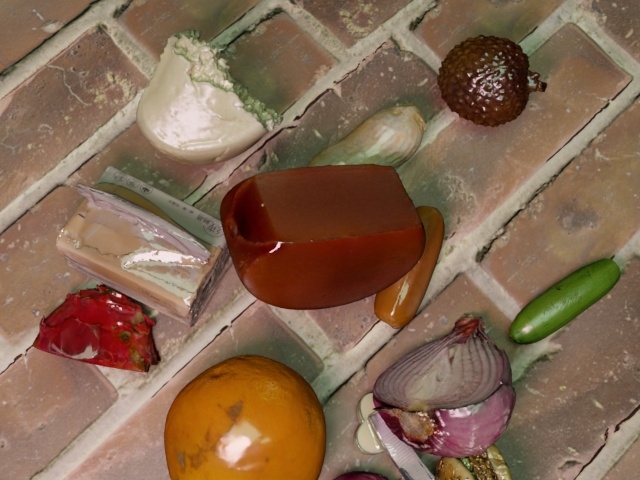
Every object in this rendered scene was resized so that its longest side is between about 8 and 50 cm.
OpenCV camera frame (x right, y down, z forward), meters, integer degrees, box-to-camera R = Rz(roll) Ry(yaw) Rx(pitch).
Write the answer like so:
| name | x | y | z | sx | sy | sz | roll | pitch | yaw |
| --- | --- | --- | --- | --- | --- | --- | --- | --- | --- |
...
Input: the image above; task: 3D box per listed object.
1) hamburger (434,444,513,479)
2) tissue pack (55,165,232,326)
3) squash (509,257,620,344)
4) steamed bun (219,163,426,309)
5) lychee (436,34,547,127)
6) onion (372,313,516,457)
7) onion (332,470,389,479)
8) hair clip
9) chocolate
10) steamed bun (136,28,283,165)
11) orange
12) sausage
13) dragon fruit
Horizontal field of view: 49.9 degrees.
| name | x | y | z | sx | sy | sz | roll | pitch | yaw |
| --- | --- | --- | --- | --- | --- | --- | --- | --- | --- |
| hamburger | 0.296 | 0.476 | 1.320 | 0.113 | 0.185 | 0.177 | -12 | 92 | -12 |
| tissue pack | -0.342 | -0.005 | 1.384 | 0.305 | 0.238 | 0.239 | 26 | 77 | 4 |
| squash | 0.524 | 0.126 | 1.465 | 0.292 | 0.082 | 0.082 | -33 | 80 | -9 |
| steamed bun | 0.000 | 0.000 | 1.360 | 0.379 | 0.248 | 0.235 | -8 | 52 | -19 |
| lychee | 0.378 | -0.352 | 1.523 | 0.238 | 0.200 | 0.200 | 8 | 76 | 16 |
| onion | 0.271 | 0.297 | 1.362 | 0.267 | 0.348 | 0.159 | 0 | 115 | 36 |
| onion | 0.084 | 0.559 | 1.311 | 0.230 | 0.163 | 0.230 | 22 | 42 | -21 |
| hair clip | 0.156 | 0.400 | 1.385 | 0.159 | 0.071 | 0.218 | -24 | 64 | -25 |
| chocolate | 0.102 | -0.187 | 1.507 | 0.309 | 0.134 | 0.134 | -38 | 80 | -7 |
| steamed bun | -0.224 | -0.268 | 1.441 | 0.272 | 0.290 | 0.273 | 31 | 95 | 0 |
| orange | -0.136 | 0.364 | 1.276 | 0.312 | 0.312 | 0.312 | 0 | 76 | -2 |
| sausage | 0.192 | 0.055 | 1.459 | 0.105 | 0.105 | 0.274 | 21 | 77 | 3 |
| dragon fruit | -0.451 | 0.188 | 1.397 | 0.261 | 0.189 | 0.163 | 15 | 107 | -2 |
